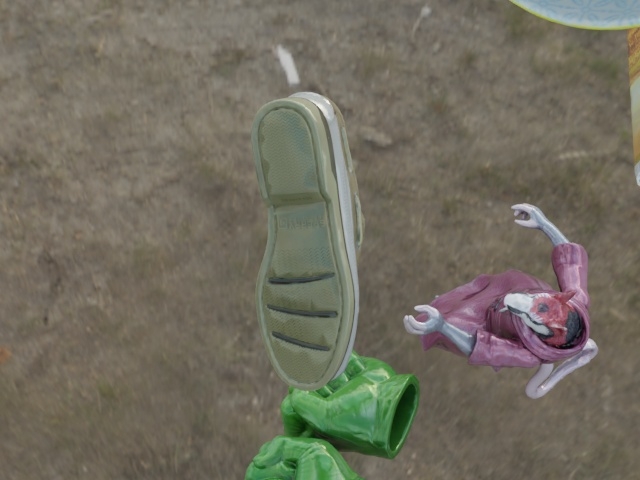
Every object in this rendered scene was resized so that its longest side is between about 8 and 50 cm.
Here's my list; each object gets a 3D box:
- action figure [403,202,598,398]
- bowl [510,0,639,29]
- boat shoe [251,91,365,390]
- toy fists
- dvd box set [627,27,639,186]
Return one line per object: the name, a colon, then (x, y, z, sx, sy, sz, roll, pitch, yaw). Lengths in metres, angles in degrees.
action figure: (0.260, 0.123, 1.657, 0.248, 0.370, 0.275, -40, 95, -9)
bowl: (0.252, -0.322, 1.032, 0.289, 0.289, 0.156, 39, 29, 13)
boat shoe: (0.000, 0.000, 1.302, 0.113, 0.103, 0.302, 6, 106, 26)
toy fists: (0.002, 0.237, 1.447, 0.142, 0.096, 0.279, 9, 50, 24)
dvd box set: (0.391, -0.229, 1.115, 0.062, 0.307, 0.420, 36, 31, -9)
